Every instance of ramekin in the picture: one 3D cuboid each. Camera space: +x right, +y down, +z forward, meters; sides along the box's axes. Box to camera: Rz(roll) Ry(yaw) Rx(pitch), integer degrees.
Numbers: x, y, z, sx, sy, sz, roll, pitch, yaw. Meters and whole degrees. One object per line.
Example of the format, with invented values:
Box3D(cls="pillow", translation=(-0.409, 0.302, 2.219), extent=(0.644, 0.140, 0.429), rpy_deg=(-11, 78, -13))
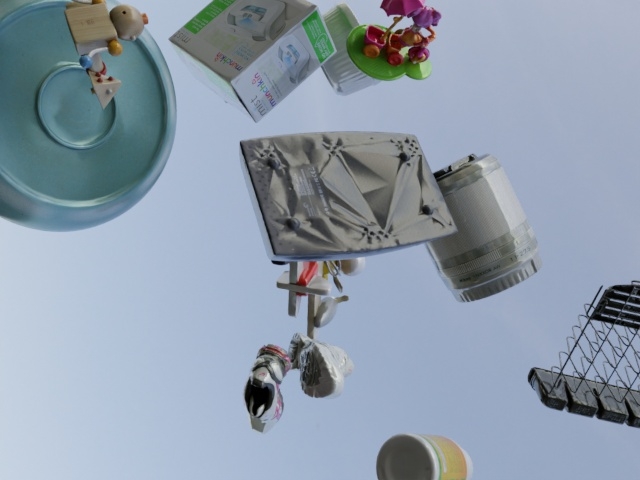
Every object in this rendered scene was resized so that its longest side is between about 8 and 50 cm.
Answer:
Box3D(cls="ramekin", translation=(0.050, -0.438, 1.453), extent=(0.109, 0.207, 0.207), rpy_deg=(-28, -120, 4))

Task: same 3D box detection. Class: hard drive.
Box3D(cls="hard drive", translation=(0.033, -0.054, 0.773), extent=(0.054, 0.255, 0.172), rpy_deg=(-53, -130, 54))

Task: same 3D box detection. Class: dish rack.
Box3D(cls="dish rack", translation=(0.468, 0.171, 0.954), extent=(0.074, 0.208, 0.271), rpy_deg=(-82, -175, -59))

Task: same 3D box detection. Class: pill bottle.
Box3D(cls="pill bottle", translation=(0.233, 0.484, 1.322), extent=(0.136, 0.246, 0.136), rpy_deg=(-13, -113, 32))

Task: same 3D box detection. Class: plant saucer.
Box3D(cls="plant saucer", translation=(-0.308, -0.165, 0.773), extent=(0.044, 0.318, 0.317), rpy_deg=(11, -89, 44))

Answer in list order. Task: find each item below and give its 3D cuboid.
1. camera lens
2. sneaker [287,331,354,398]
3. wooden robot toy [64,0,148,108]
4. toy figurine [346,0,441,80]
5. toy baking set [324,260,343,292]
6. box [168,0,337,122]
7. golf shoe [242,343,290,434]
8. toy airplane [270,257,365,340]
Box3D(cls="camera lens", translation=(0.322, -0.033, 1.330), extent=(0.219, 0.219, 0.274), rpy_deg=(-24, -87, 41))
Box3D(cls="sneaker", translation=(0.016, 0.227, 1.136), extent=(0.232, 0.115, 0.090), rpy_deg=(-148, -107, -72))
Box3D(cls="wooden robot toy", translation=(-0.218, -0.222, 0.643), extent=(0.076, 0.079, 0.173), rpy_deg=(111, -42, -72))
Box3D(cls="toy figurine", translation=(0.153, -0.374, 1.096), extent=(0.159, 0.173, 0.130), rpy_deg=(128, -24, -61))
Box3D(cls="toy baking set", translation=(-0.003, -0.003, 1.507), extent=(0.197, 0.030, 0.256), rpy_deg=(-140, -144, -61))
Box3D(cls="box", translation=(-0.143, -0.400, 1.281), extent=(0.231, 0.126, 0.262), rpy_deg=(-43, -128, -8))
Box3D(cls="golf shoe", translation=(-0.097, 0.250, 0.976), extent=(0.068, 0.086, 0.186), rpy_deg=(18, -52, 12))
Box3D(cls="toy airplane", translation=(0.001, 0.066, 1.791), extent=(0.386, 0.273, 0.384), rpy_deg=(108, -18, -65))
